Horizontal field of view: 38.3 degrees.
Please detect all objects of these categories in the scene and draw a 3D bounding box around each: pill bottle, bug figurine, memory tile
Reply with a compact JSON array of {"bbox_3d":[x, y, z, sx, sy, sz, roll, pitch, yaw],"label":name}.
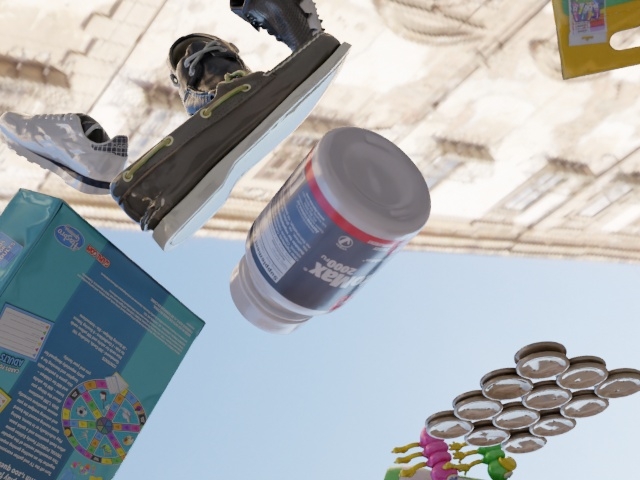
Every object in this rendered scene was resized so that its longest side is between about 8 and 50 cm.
[{"bbox_3d":[0.000,0.000,0.770,0.108,0.180,0.108,21,-135,-22],"label":"pill bottle"},{"bbox_3d":[0.217,0.345,1.243,0.279,0.072,0.216,8,-135,-38],"label":"bug figurine"},{"bbox_3d":[0.156,0.121,0.686,0.113,0.148,0.012,16,-130,-25],"label":"memory tile"}]

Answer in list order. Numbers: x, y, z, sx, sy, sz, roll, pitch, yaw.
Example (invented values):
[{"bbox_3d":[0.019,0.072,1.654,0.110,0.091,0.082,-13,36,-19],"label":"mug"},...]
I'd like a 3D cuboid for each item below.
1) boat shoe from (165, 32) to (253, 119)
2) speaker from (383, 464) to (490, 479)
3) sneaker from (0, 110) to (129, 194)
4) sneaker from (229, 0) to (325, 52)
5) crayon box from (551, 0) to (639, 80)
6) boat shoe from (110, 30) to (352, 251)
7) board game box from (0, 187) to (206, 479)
[{"bbox_3d":[-0.159,-0.233,1.279,0.114,0.302,0.091,-30,-68,-12],"label":"boat shoe"},{"bbox_3d":[0.233,0.397,1.294,0.296,0.131,0.131,7,-137,13],"label":"speaker"},{"bbox_3d":[-0.368,-0.148,1.329,0.235,0.095,0.090,26,-159,21],"label":"sneaker"},{"bbox_3d":[-0.057,-0.292,1.157,0.234,0.106,0.078,69,-177,-48],"label":"sneaker"},{"bbox_3d":[0.322,-0.337,0.905,0.083,0.203,0.323,-14,-83,-50],"label":"crayon box"},{"bbox_3d":[-0.087,-0.124,0.964,0.091,0.109,0.305,41,-107,5],"label":"boat shoe"},{"bbox_3d":[-0.291,0.157,0.923,0.336,0.079,0.254,-60,-41,-19],"label":"board game box"}]
